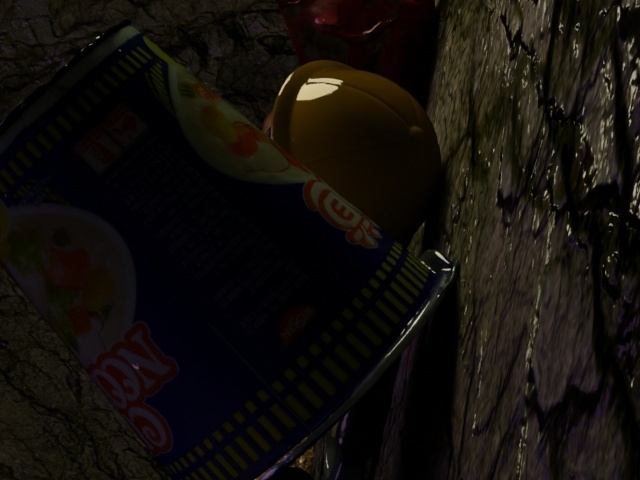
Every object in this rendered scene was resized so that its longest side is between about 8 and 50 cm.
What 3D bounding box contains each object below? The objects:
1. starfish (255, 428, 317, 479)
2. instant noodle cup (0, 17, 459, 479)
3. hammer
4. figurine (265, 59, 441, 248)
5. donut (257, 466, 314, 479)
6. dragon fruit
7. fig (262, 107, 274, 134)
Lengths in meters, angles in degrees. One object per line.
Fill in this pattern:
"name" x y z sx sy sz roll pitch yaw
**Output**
"starfish" -0.057 0.287 2.002 0.301 0.084 0.293 -64 -5 36
"instant noodle cup" -0.103 0.009 1.268 0.284 0.312 0.284 -44 5 4
"hammer" 0.041 0.141 1.522 0.159 0.041 0.226 -104 25 -78
"figurine" 0.009 -0.040 1.507 0.257 0.167 0.192 122 162 -51
"donut" -0.072 0.330 1.328 0.330 0.160 0.330 -55 1 2
"dragon fruit" 0.061 -0.189 1.757 0.262 0.134 0.211 28 -127 -64
"fig" -0.008 -0.114 2.302 0.160 0.143 0.230 -25 41 38
